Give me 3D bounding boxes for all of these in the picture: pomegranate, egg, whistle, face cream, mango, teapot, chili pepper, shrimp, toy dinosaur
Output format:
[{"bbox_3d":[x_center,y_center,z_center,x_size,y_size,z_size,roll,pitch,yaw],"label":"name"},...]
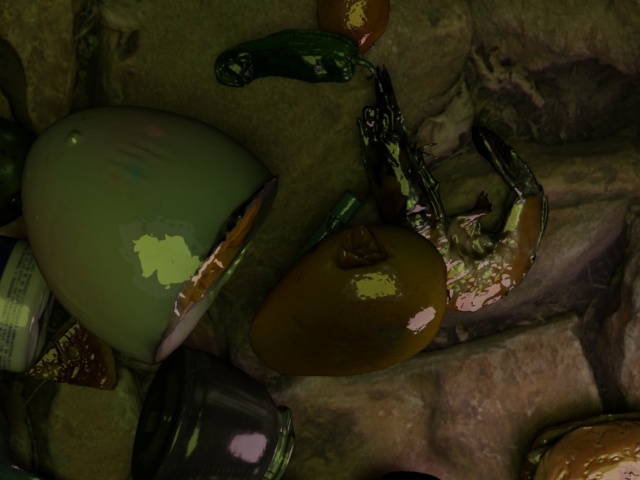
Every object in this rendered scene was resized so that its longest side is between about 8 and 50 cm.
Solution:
[{"bbox_3d":[-0.540,-0.121,1.547,0.225,0.187,0.187,36,99,23],"label":"pomegranate"},{"bbox_3d":[-0.284,-0.042,1.486,0.340,0.354,0.354,33,99,4],"label":"egg"},{"bbox_3d":[0.000,0.000,1.655,0.039,0.039,0.186,37,98,-9],"label":"whistle"},{"bbox_3d":[-0.478,0.100,1.570,0.111,0.206,0.205,12,101,-9],"label":"face cream"},{"bbox_3d":[0.038,0.112,1.574,0.365,0.182,0.253,-32,128,28],"label":"mango"},{"bbox_3d":[-0.180,0.350,1.625,0.239,0.239,0.321,21,95,-20],"label":"teapot"},{"bbox_3d":[-0.043,-0.276,1.548,0.257,0.074,0.100,4,127,25],"label":"chili pepper"},{"bbox_3d":[0.054,-0.370,1.558,0.115,0.089,0.164,14,100,5],"label":"mango"},{"bbox_3d":[0.208,-0.093,1.624,0.272,0.085,0.445,-28,105,1],"label":"shrimp"},{"bbox_3d":[-0.506,0.299,1.616,0.331,0.129,0.383,15,130,-6],"label":"toy dinosaur"}]

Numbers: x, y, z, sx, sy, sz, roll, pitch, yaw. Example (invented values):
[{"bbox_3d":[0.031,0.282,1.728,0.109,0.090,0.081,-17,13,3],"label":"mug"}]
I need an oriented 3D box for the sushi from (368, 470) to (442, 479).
[{"bbox_3d":[0.120,0.487,1.687,0.213,0.204,0.200,-46,131,-24],"label":"sushi"}]

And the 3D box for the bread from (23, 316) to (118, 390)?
[{"bbox_3d":[-0.400,0.172,1.657,0.154,0.054,0.135,11,99,-27],"label":"bread"}]

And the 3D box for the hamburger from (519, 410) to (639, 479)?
[{"bbox_3d":[0.486,0.426,1.713,0.283,0.144,0.259,-17,105,7],"label":"hamburger"}]
